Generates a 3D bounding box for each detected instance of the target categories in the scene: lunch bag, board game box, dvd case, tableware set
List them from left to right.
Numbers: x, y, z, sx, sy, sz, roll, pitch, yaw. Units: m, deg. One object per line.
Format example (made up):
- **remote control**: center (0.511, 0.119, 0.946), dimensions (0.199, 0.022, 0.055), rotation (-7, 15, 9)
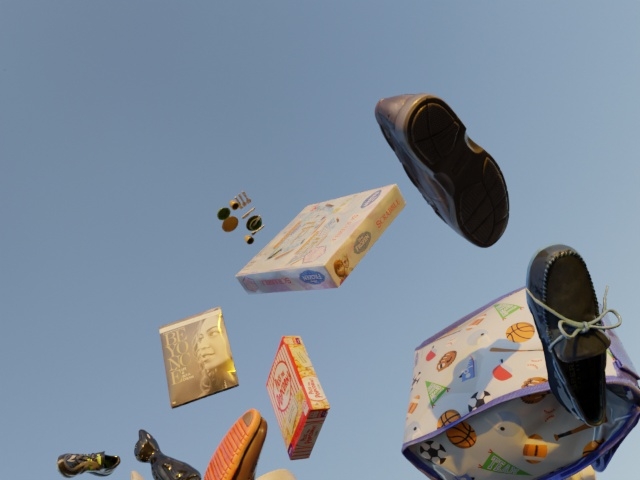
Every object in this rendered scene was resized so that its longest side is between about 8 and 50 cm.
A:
- **dvd case**: center (-0.302, 0.281, 1.277), dimensions (0.164, 0.221, 0.018), rotation (-18, -36, -6)
- **tableware set**: center (-0.205, -0.048, 1.354), dimensions (0.104, 0.024, 0.154), rotation (-38, -41, -12)
- **board game box**: center (-0.051, 0.312, 1.048), dimensions (0.045, 0.194, 0.147), rotation (4, -60, -25)
- **board game box**: center (0.000, 0.000, 1.242), dimensions (0.319, 0.317, 0.066), rotation (-47, -65, -37)
- **lunch bag**: center (0.371, 0.267, 0.965), dimensions (0.239, 0.328, 0.385), rotation (43, -64, -9)

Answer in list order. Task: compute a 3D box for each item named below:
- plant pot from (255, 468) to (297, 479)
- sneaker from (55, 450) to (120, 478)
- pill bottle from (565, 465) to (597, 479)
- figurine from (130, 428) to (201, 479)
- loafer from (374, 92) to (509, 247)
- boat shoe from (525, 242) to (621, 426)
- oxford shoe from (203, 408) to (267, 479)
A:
- **plant pot**: center (-0.114, 0.904, 1.602), dimensions (0.333, 0.305, 0.334), rotation (-22, -45, -24)
- **sneaker**: center (-0.628, 0.600, 1.411), dimensions (0.078, 0.067, 0.188), rotation (-40, -38, 14)
- **pill bottle**: center (0.535, 0.593, 1.350), dimensions (0.181, 0.322, 0.182), rotation (37, -133, -55)
- **figurine**: center (-0.407, 0.608, 1.287), dimensions (0.092, 0.209, 0.215), rotation (-4, -64, -53)
- **loafer**: center (0.183, -0.103, 0.759), dimensions (0.109, 0.095, 0.302), rotation (-49, -52, -4)
- **boat shoe**: center (0.345, 0.126, 0.683), dimensions (0.108, 0.089, 0.259), rotation (-23, -71, 4)
- **oxford shoe**: center (-0.162, 0.506, 0.990), dimensions (0.132, 0.130, 0.364), rotation (23, -95, -16)
